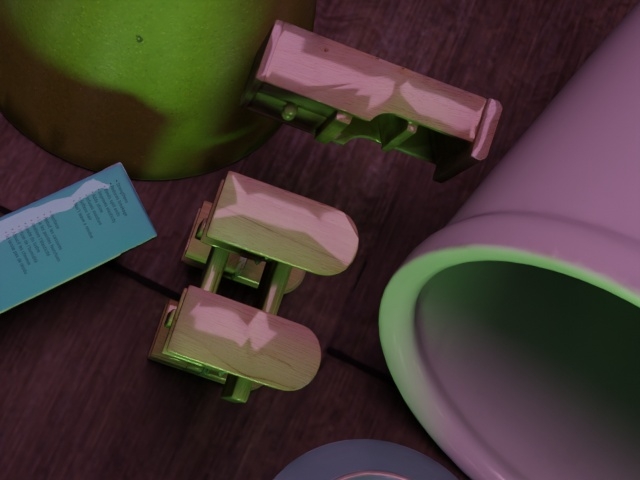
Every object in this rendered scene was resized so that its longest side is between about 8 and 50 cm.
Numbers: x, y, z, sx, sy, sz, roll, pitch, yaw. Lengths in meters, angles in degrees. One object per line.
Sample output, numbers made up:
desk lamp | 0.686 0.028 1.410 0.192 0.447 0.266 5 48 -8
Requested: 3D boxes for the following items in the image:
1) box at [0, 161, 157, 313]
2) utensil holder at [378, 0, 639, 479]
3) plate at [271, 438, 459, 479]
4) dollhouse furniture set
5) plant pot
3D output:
box | -0.241 0.028 1.072 0.244 0.100 0.060 -28 93 -24
utensil holder | 0.281 0.003 1.100 0.327 0.327 0.385 38 59 6
plate | 0.039 0.226 1.095 0.188 0.024 0.188 6 63 -11
dollhouse furniture set | 0.000 0.000 1.056 0.161 0.212 0.242 20 81 -7
plant pot | -0.113 -0.231 1.126 0.274 0.293 0.275 5 64 -11
